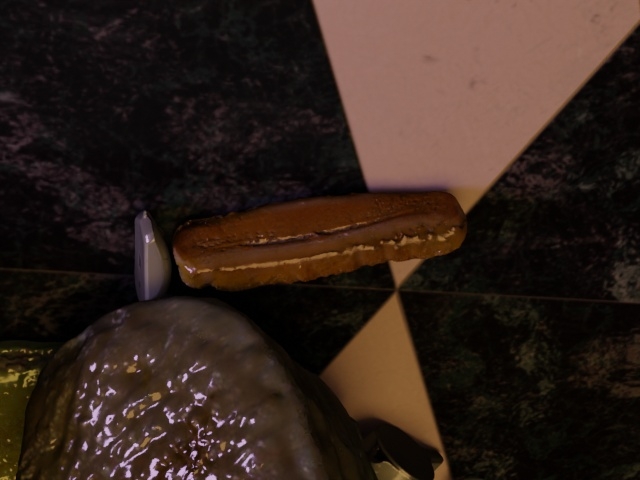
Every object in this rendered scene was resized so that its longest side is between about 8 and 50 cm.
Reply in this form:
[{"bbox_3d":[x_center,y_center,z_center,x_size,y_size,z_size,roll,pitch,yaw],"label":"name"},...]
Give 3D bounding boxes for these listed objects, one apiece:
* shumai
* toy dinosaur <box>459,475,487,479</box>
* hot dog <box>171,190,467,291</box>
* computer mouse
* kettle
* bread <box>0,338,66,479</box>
[{"bbox_3d":[-0.083,0.254,1.221,0.324,0.397,0.323,-30,165,18],"label":"shumai"},{"bbox_3d":[0.171,0.436,1.545,0.147,0.076,0.363,-29,130,-16],"label":"toy dinosaur"},{"bbox_3d":[0.000,0.001,1.196,0.289,0.083,0.068,-7,145,-8],"label":"hot dog"},{"bbox_3d":[-0.160,0.016,1.181,0.032,0.056,0.110,-7,124,-19],"label":"computer mouse"},{"bbox_3d":[0.060,0.294,1.404,0.127,0.098,0.148,35,108,-25],"label":"kettle"},{"bbox_3d":[-0.305,0.226,1.304,0.301,0.045,0.301,-6,127,-8],"label":"bread"}]
